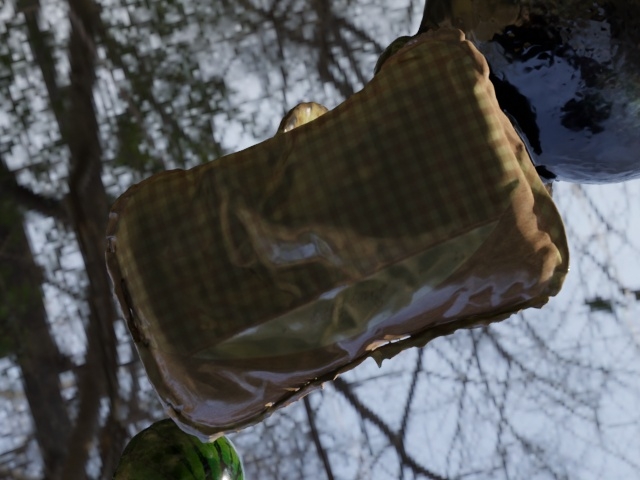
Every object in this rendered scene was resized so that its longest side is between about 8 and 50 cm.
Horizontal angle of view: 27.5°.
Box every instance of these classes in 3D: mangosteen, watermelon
[{"bbox_3d":[0.142,-0.125,0.783,0.243,0.243,0.243,-13,-163,4],"label":"mangosteen"},{"bbox_3d":[-0.095,0.183,0.960,0.105,0.105,0.062,-27,-160,-35],"label":"watermelon"}]

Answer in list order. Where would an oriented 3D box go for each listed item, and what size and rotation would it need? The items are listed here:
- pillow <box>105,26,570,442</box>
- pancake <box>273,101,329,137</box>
[{"bbox_3d":[0.001,0.003,0.608,0.211,0.135,0.034,-26,174,15],"label":"pillow"},{"bbox_3d":[0.002,-0.019,1.104,0.021,0.199,0.199,-9,-163,28],"label":"pancake"}]
